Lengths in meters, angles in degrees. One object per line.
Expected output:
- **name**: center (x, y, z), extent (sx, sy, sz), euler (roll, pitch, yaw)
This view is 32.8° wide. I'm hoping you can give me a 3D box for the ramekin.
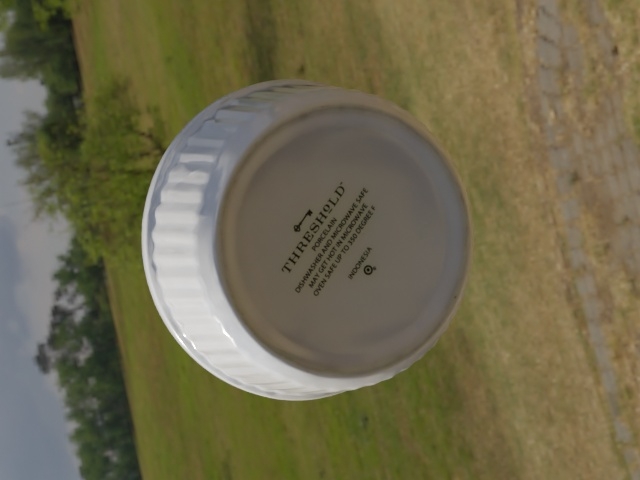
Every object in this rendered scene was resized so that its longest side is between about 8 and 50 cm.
- **ramekin**: center (0.000, 0.000, 0.876), extent (0.127, 0.273, 0.273), euler (-179, 76, -69)
